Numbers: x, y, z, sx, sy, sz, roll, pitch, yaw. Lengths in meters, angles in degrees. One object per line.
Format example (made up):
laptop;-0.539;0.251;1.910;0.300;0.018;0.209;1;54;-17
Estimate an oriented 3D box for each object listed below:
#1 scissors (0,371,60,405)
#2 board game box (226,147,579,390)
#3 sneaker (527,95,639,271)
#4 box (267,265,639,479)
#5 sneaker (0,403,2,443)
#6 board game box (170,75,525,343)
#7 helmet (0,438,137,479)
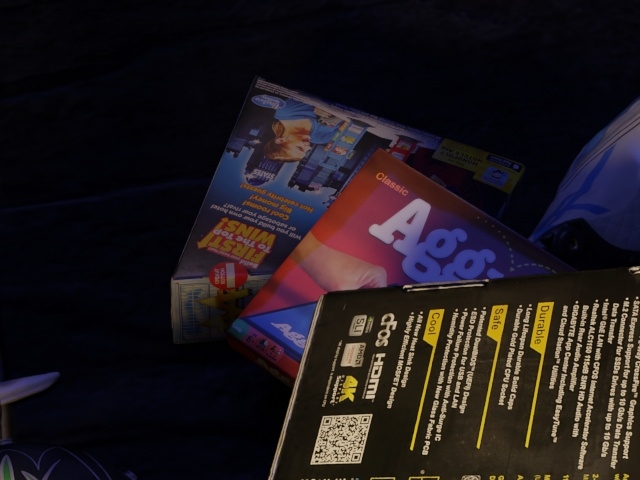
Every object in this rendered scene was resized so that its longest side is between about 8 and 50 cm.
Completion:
scissors;-0.296;0.111;0.880;0.297;0.021;0.109;-29;51;-28
board game box;0.103;0.075;0.862;0.281;0.027;0.145;33;69;18
sneaker;0.174;-0.009;0.994;0.237;0.085;0.086;-45;18;-29
box;0.090;0.159;0.685;0.257;0.079;0.322;-5;50;26
sneaker;-0.265;0.153;0.746;0.137;0.210;0.366;24;84;17
board game box;0.000;0.000;0.981;0.194;0.060;0.194;20;47;18
helmet;-0.126;0.178;0.706;0.169;0.162;0.169;1;42;-1
